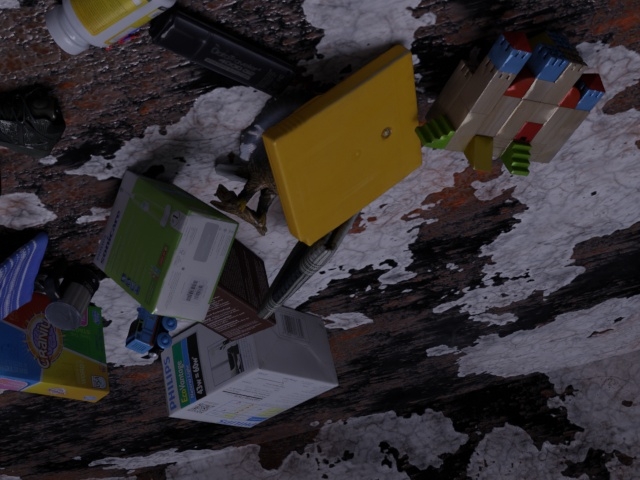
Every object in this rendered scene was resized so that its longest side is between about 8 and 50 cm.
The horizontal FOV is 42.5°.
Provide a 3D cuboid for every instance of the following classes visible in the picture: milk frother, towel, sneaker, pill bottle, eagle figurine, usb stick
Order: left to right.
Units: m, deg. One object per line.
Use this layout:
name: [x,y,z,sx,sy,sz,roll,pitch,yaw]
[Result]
towel: [-0.699,0.142,1.728,0.040,0.336,0.243,35,130,0]
sneaker: [-0.530,-0.215,1.384,0.227,0.087,0.130,14,139,-45]
milk frother: [-0.606,0.132,1.901,0.143,0.135,0.129,-33,115,26]
pill bottle: [-0.313,-0.351,1.218,0.184,0.103,0.103,-25,149,19]
usb stick: [-0.161,-0.318,1.402,0.278,0.045,0.077,17,132,-42]
eagle figurine: [-0.061,-0.150,1.641,0.298,0.225,0.226,-50,-172,4]
towel: [0.000,0.000,1.792,0.056,0.324,0.312,35,136,-7]

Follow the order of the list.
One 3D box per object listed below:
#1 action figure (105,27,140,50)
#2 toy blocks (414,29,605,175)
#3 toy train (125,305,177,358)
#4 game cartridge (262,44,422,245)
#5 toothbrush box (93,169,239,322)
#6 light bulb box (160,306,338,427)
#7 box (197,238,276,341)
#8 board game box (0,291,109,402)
action figure: [-0.307,-0.340,1.319,0.115,0.030,0.038,-29,152,29]
toy blocks: [0.395,-0.287,1.591,0.381,0.191,0.261,3,136,-32]
toy train: [-0.420,0.204,2.074,0.105,0.184,0.080,28,143,-26]
game cartridge: [0.052,-0.170,1.538,0.323,0.052,0.285,-35,140,-19]
toothbrush box: [-0.306,0.006,1.599,0.122,0.283,0.206,15,98,-42]
light bulb box: [-0.209,0.364,2.385,0.361,0.225,0.358,-30,148,28]
box: [-0.255,0.083,1.911,0.143,0.191,0.381,-21,150,13]
board game box: [-0.663,0.248,1.972,0.064,0.242,0.316,-33,146,28]
